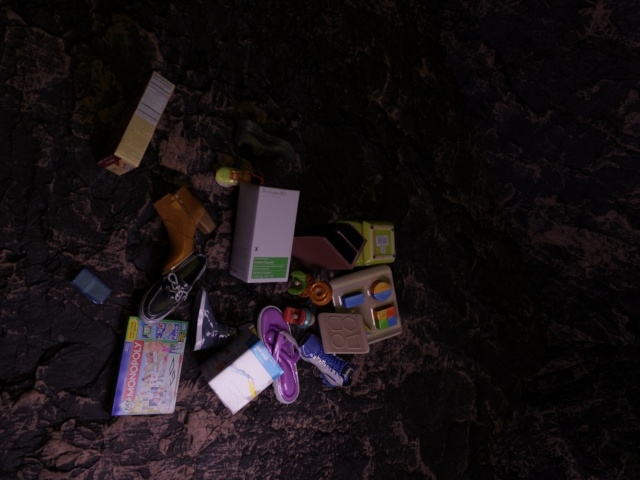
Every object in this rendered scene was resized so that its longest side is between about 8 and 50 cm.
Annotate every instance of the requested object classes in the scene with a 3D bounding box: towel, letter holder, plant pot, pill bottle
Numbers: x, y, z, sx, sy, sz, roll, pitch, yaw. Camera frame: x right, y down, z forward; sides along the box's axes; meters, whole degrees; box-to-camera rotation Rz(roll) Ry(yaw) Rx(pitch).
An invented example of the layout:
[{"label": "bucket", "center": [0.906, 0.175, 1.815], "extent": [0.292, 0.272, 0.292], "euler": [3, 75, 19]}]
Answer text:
[{"label": "towel", "center": [-0.733, 0.145, 1.509], "extent": [0.119, 0.029, 0.067], "euler": [49, 58, -26]}, {"label": "letter holder", "center": [0.000, 0.000, 1.969], "extent": [0.214, 0.301, 0.152], "euler": [45, 60, -28]}, {"label": "plant pot", "center": [0.222, 0.010, 2.224], "extent": [0.228, 0.207, 0.227], "euler": [0, 87, -40]}, {"label": "pill bottle", "center": [-0.278, 0.390, 1.859], "extent": [0.065, 0.065, 0.116], "euler": [-22, 102, -39]}]

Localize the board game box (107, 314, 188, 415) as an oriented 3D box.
[{"label": "board game box", "center": [-0.583, 0.425, 1.609], "extent": [0.213, 0.046, 0.317], "euler": [14, 78, -40]}]

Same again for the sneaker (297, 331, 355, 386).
[{"label": "sneaker", "center": [0.051, 0.530, 2.055], "extent": [0.315, 0.182, 0.127], "euler": [54, 55, -24]}]

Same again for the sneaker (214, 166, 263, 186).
[{"label": "sneaker", "center": [-0.315, -0.249, 1.853], "extent": [0.208, 0.094, 0.082], "euler": [6, 83, -40]}]

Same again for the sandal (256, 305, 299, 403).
[{"label": "sandal", "center": [-0.144, 0.461, 1.932], "extent": [0.169, 0.102, 0.416], "euler": [-23, 101, -50]}]

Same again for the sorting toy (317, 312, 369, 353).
[{"label": "sorting toy", "center": [0.099, 0.410, 2.074], "extent": [0.208, 0.038, 0.193], "euler": [3, 52, -19]}]

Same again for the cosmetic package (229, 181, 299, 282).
[{"label": "cosmetic package", "center": [-0.220, -0.032, 1.834], "extent": [0.197, 0.155, 0.366], "euler": [1, 101, -40]}]

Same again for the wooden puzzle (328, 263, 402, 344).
[{"label": "wooden puzzle", "center": [0.224, 0.316, 2.216], "extent": [0.322, 0.080, 0.348], "euler": [-14, 95, -17]}]

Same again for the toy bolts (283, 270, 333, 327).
[{"label": "toy bolts", "center": [-0.036, 0.263, 1.990], "extent": [0.158, 0.218, 0.229], "euler": [30, 73, -61]}]

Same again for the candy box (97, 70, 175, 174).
[{"label": "candy box", "center": [-0.608, -0.382, 1.553], "extent": [0.087, 0.183, 0.317], "euler": [30, 68, -36]}]

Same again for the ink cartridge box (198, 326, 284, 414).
[{"label": "ink cartridge box", "center": [-0.293, 0.473, 1.731], "extent": [0.232, 0.171, 0.168], "euler": [-38, 110, -16]}]

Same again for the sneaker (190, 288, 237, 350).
[{"label": "sneaker", "center": [-0.389, 0.290, 1.747], "extent": [0.163, 0.086, 0.226], "euler": [3, 94, -30]}]

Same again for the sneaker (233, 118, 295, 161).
[{"label": "sneaker", "center": [-0.235, -0.381, 1.939], "extent": [0.286, 0.109, 0.130], "euler": [23, 78, -28]}]

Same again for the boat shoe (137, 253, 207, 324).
[{"label": "boat shoe", "center": [-0.502, 0.160, 1.634], "extent": [0.113, 0.105, 0.306], "euler": [51, 51, -10]}]

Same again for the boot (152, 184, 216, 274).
[{"label": "boot", "center": [-0.524, -0.045, 1.668], "extent": [0.211, 0.104, 0.295], "euler": [50, 53, -20]}]
